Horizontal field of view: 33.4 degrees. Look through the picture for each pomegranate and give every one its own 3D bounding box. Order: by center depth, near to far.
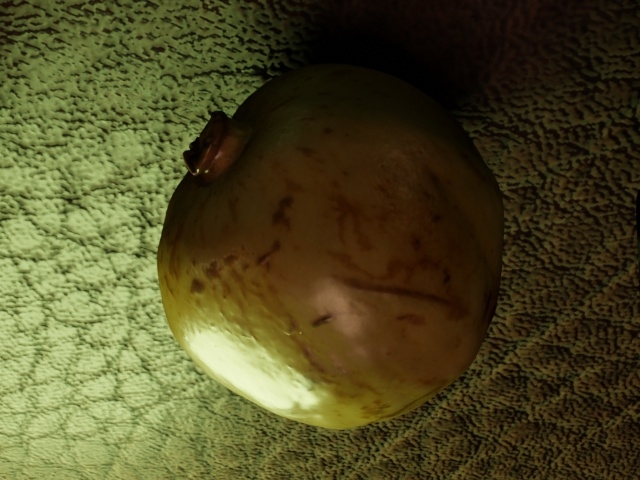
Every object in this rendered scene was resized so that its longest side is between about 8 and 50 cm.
[{"bbox_3d":[0.000,0.000,0.636,0.215,0.215,0.215,2,140,2],"label":"pomegranate"}]

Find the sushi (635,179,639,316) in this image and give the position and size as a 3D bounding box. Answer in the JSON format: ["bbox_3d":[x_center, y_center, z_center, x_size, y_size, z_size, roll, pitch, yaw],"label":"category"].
[{"bbox_3d":[0.293,-0.046,0.511,0.328,0.285,0.328,-15,165,15],"label":"sushi"}]
